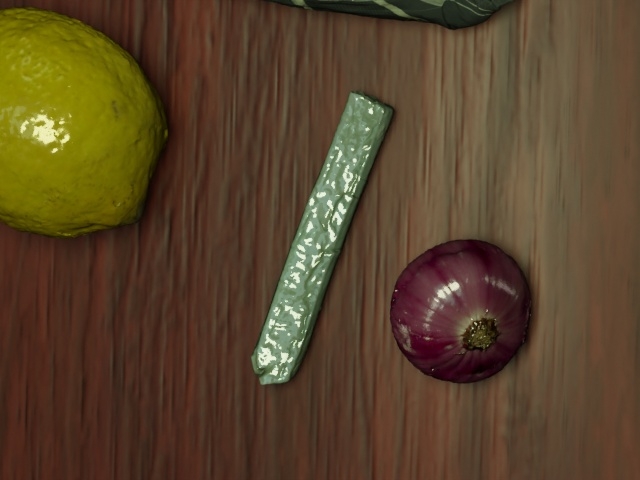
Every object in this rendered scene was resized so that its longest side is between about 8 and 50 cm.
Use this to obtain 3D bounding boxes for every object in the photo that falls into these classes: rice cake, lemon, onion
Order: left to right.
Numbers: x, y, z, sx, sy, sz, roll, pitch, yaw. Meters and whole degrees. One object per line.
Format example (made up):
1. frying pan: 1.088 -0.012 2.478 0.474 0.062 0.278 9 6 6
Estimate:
1. lemon: -0.217 -0.093 1.395 0.193 0.180 0.180 21 97 35
2. rice cake: 0.000 0.000 1.407 0.042 0.045 0.245 21 96 9
3. onion: 0.106 0.053 1.364 0.115 0.115 0.104 -60 35 9

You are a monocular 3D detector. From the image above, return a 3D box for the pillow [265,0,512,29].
1. pillow: -0.004 -0.260 1.375 0.335 0.092 0.161 12 89 14
